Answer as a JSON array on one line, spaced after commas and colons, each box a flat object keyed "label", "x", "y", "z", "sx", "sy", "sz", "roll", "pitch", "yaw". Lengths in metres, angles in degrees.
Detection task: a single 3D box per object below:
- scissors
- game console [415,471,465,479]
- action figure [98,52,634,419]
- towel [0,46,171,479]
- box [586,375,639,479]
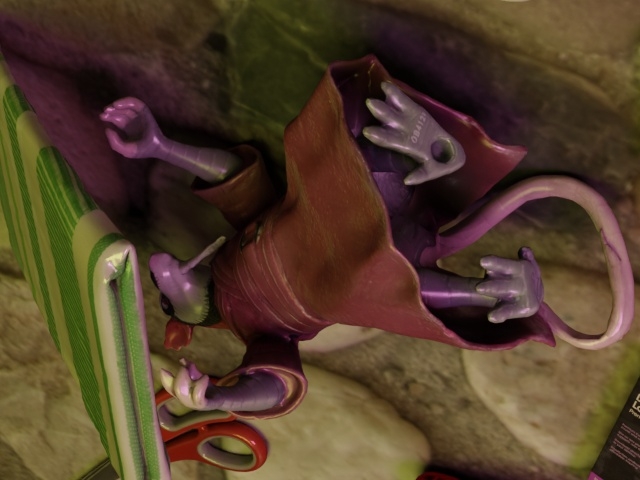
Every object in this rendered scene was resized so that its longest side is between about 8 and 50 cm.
[{"label": "scissors", "x": -0.171, "y": 0.189, "z": 1.538, "sx": 0.297, "sy": 0.021, "sz": 0.109, "roll": -16, "pitch": 122, "yaw": 38}, {"label": "game console", "x": 0.237, "y": 0.391, "z": 1.403, "sx": 0.342, "sy": 0.060, "sz": 0.387, "roll": 18, "pitch": 137, "yaw": 38}, {"label": "action figure", "x": 0.000, "y": 0.000, "z": 1.215, "sx": 0.275, "sy": 0.248, "sz": 0.370, "roll": 2, "pitch": 163, "yaw": -33}, {"label": "towel", "x": -0.188, "y": 0.007, "z": 1.228, "sx": 0.325, "sy": 0.038, "sz": 0.248, "roll": -126, "pitch": 24, "yaw": -46}, {"label": "box", "x": 0.275, "y": 0.168, "z": 1.262, "sx": 0.116, "sy": 0.029, "sz": 0.162, "roll": 33, "pitch": 136, "yaw": 18}]
